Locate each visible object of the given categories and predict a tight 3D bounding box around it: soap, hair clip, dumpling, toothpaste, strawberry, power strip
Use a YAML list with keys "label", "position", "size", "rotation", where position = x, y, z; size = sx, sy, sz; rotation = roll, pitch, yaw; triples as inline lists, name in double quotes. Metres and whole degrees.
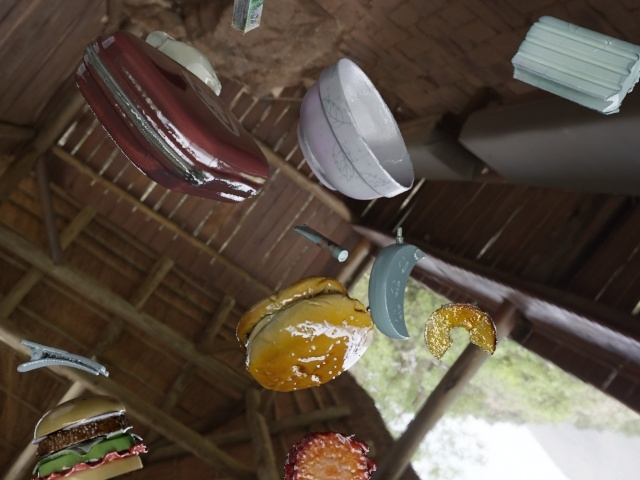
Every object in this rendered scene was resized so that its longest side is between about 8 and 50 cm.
- label: "soap"
  position: [0.592, -0.405, 1.532]
  size: [0.261, 0.150, 0.094]
  rotation: [30, 176, 23]
- label: "hair clip"
  position: [-0.325, 0.157, 0.839]
  size: [0.115, 0.039, 0.030]
  rotation: [11, 158, 6]
- label: "dumpling"
  position: [-0.318, -0.356, 1.468]
  size: [0.250, 0.162, 0.132]
  rotation: [43, -170, 22]
- label: "toothpaste"
  position: [0.000, 0.000, 1.901]
  size: [0.056, 0.036, 0.205]
  rotation: [-9, -149, -40]
- label: "strawberry"
  position: [0.008, 0.364, 1.030]
  size: [0.145, 0.145, 0.086]
  rotation: [38, 148, 4]
- label: "power strip"
  position: [0.176, 0.096, 1.542]
  size: [0.054, 0.253, 0.167]
  rotation: [2, 163, 36]

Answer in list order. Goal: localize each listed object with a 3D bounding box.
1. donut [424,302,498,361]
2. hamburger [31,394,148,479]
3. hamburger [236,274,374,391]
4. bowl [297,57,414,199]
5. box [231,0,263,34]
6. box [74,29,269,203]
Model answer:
- label: "donut"
  position: [0.352, 0.221, 1.676]
  size: [0.078, 0.181, 0.146]
  rotation: [-21, -79, -74]
- label: "hamburger"
  position: [-0.365, 0.311, 1.029]
  size: [0.175, 0.175, 0.136]
  rotation: [47, -158, -76]
- label: "hamburger"
  position: [-0.027, 0.217, 1.511]
  size: [0.170, 0.314, 0.290]
  rotation: [64, -176, 35]
- label: "bowl"
  position: [0.056, -0.200, 1.320]
  size: [0.287, 0.144, 0.287]
  rotation: [45, -151, -35]
- label: "box"
  position: [-0.141, -0.520, 1.353]
  size: [0.041, 0.050, 0.207]
  rotation: [36, 143, 12]
- label: "box"
  position: [-0.207, -0.177, 1.027]
  size: [0.263, 0.108, 0.404]
  rotation: [52, -172, 7]
